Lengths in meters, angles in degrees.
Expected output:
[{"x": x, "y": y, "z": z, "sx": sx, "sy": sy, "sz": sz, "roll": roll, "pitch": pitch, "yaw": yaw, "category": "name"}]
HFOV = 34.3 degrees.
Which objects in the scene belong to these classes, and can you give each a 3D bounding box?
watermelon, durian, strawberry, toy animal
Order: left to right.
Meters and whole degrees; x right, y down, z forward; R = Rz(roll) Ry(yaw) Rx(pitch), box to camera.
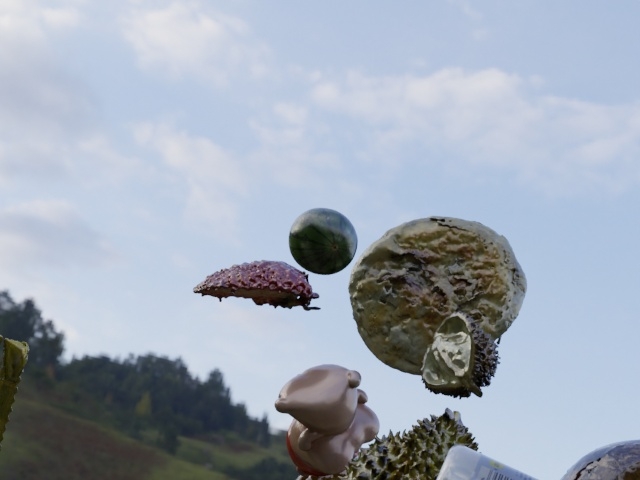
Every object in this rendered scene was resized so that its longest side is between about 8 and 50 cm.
[{"x": -0.111, "y": 0.070, "z": 1.855, "sx": 0.208, "sy": 0.087, "sz": 0.167, "roll": 14, "pitch": -13, "yaw": -33, "category": "strawberry"}, {"x": 0.002, "y": -0.002, "z": 1.467, "sx": 0.109, "sy": 0.109, "sz": 0.109, "roll": 9, "pitch": -28, "yaw": 5, "category": "watermelon"}, {"x": 0.010, "y": 0.321, "z": 1.820, "sx": 0.171, "sy": 0.171, "sz": 0.198, "roll": 1, "pitch": -53, "yaw": 20, "category": "toy animal"}, {"x": 0.154, "y": 0.410, "z": 1.617, "sx": 0.258, "sy": 0.258, "sz": 0.293, "roll": 27, "pitch": -59, "yaw": -26, "category": "durian"}, {"x": 0.238, "y": 0.201, "z": 1.675, "sx": 0.091, "sy": 0.188, "sz": 0.148, "roll": 22, "pitch": -72, "yaw": -19, "category": "durian"}]

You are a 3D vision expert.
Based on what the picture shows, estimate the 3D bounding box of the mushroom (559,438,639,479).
[{"x": 0.521, "y": 0.496, "z": 1.622, "sx": 0.331, "sy": 0.334, "sz": 0.356, "roll": -25, "pitch": 4, "yaw": -1, "category": "mushroom"}]

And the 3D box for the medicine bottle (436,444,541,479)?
[{"x": 0.186, "y": 0.266, "z": 0.933, "sx": 0.186, "sy": 0.103, "sz": 0.103, "roll": 22, "pitch": -26, "yaw": 12, "category": "medicine bottle"}]

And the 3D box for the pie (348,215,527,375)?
[{"x": 0.217, "y": 0.094, "z": 1.928, "sx": 0.339, "sy": 0.339, "sz": 0.077, "roll": 4, "pitch": -25, "yaw": 15, "category": "pie"}]

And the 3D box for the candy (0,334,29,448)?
[{"x": -0.561, "y": 0.163, "z": 1.486, "sx": 0.297, "sy": 0.081, "sz": 0.187, "roll": 25, "pitch": -68, "yaw": 10, "category": "candy"}]

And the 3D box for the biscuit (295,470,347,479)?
[{"x": 0.022, "y": 0.521, "z": 1.928, "sx": 0.220, "sy": 0.220, "sz": 0.066, "roll": 31, "pitch": -23, "yaw": -32, "category": "biscuit"}]
